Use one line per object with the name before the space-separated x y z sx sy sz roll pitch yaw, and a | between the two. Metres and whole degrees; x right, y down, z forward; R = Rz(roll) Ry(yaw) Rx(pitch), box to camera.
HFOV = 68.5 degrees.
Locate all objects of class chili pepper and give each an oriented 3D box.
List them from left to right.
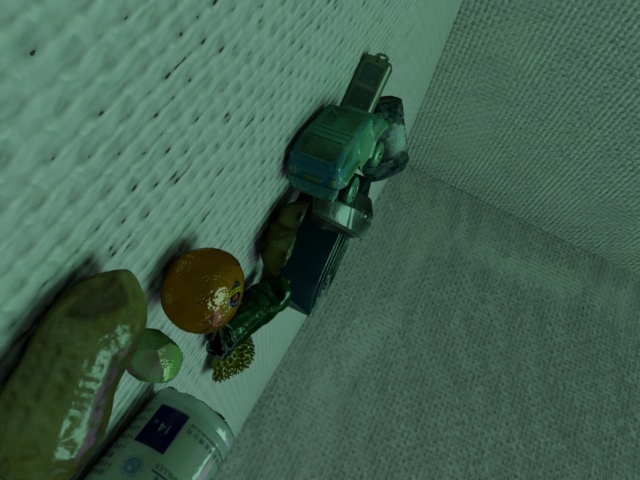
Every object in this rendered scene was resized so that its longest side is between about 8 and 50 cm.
chili pepper | -0.156 0.166 1.137 0.270 0.099 0.136 -44 154 -47

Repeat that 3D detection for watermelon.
watermelon | 0.183 -0.303 1.351 0.318 0.148 0.226 55 33 -55

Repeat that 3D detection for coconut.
coconut | -0.257 0.174 0.711 0.083 0.081 0.082 -16 106 -57

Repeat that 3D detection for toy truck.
toy truck | 0.041 -0.204 1.049 0.278 0.155 0.156 -55 161 -38

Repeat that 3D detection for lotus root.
lotus root | -0.094 -0.011 1.113 0.203 0.078 0.183 114 -3 -48

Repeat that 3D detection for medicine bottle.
medicine bottle | -0.318 0.447 0.822 0.332 0.190 0.189 -54 168 -45

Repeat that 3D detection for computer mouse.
computer mouse | 0.066 -0.074 1.149 0.231 0.071 0.126 21 80 -44

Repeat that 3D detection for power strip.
power strip | 0.097 -0.340 1.182 0.272 0.078 0.052 -64 171 17

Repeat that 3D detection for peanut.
peanut | -0.261 0.138 0.500 0.236 0.110 0.120 -67 151 -12

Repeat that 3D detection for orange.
orange | -0.183 0.075 0.719 0.135 0.118 0.135 5 90 -83

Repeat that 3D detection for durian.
durian | -0.232 0.317 1.239 0.208 0.103 0.146 -64 178 38

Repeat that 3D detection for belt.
belt | 0.001 -0.001 1.356 0.436 0.173 0.300 -63 170 3

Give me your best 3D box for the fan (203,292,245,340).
fan | -0.226 0.176 1.122 0.131 0.009 0.240 -63 171 12
